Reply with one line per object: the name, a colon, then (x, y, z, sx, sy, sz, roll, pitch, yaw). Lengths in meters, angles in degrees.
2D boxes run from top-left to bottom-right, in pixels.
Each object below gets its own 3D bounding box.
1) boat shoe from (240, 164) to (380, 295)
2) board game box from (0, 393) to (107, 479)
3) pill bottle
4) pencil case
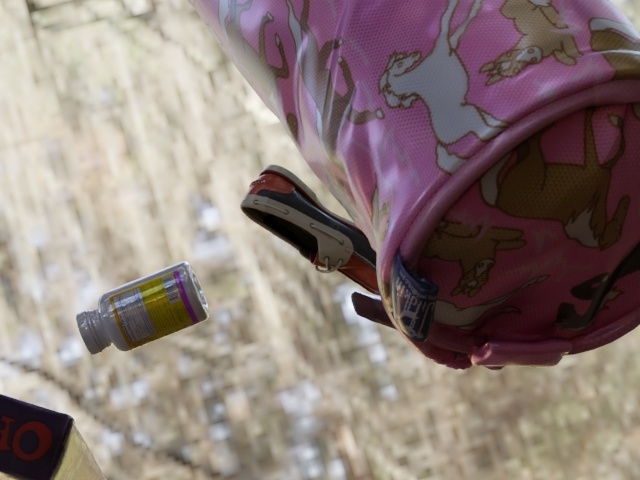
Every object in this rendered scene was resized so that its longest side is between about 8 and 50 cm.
boat shoe: (0.000, 0.000, 1.503, 0.049, 0.137, 0.043, -38, 16, 51)
board game box: (-0.306, 0.093, 1.209, 0.347, 0.056, 0.208, 17, -12, 5)
pill bottle: (-0.120, 0.048, 1.337, 0.083, 0.043, 0.043, -21, -14, 3)
pencil case: (0.019, -0.110, 0.933, 0.167, 0.386, 0.160, -36, -40, 1)
